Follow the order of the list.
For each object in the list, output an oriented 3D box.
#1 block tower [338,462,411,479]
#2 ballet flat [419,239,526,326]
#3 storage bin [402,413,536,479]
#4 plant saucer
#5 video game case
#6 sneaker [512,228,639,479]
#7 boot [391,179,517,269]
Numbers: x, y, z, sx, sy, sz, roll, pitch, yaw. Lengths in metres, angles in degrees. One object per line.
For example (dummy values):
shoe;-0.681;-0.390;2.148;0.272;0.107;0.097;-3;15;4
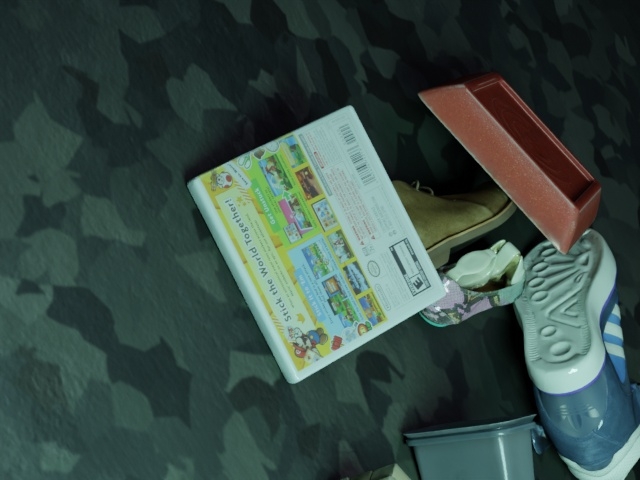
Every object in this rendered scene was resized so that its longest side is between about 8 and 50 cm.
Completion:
block tower;0.024;0.351;1.274;0.097;0.091;0.335;49;39;-21
ballet flat;0.192;0.041;1.664;0.077;0.079;0.221;40;32;22
storage bin;0.166;0.236;1.492;0.098;0.135;0.091;-3;83;-51
plant saucer;0.252;-0.114;1.757;0.259;0.048;0.258;48;21;5
video game case;0.000;0.000;1.442;0.206;0.026;0.227;-28;92;-29
sneaker;0.332;0.159;1.760;0.323;0.130;0.236;-75;145;-56
boot;0.126;-0.032;1.618;0.305;0.112;0.115;-28;85;-50
